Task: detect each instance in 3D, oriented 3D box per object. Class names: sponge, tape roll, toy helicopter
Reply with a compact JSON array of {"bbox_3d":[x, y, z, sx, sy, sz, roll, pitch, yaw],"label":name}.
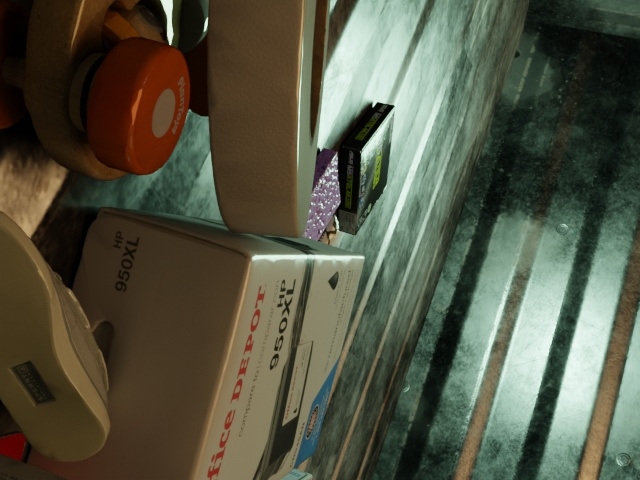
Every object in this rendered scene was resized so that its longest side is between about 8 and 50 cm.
[{"bbox_3d":[-0.021,-0.038,1.148,0.117,0.031,0.210,86,26,-47],"label":"sponge"},{"bbox_3d":[-0.034,-0.193,0.682,0.392,0.071,0.392,4,90,-88],"label":"tape roll"},{"bbox_3d":[-0.117,-0.217,0.520,0.235,0.140,0.355,-21,127,-78],"label":"toy helicopter"}]

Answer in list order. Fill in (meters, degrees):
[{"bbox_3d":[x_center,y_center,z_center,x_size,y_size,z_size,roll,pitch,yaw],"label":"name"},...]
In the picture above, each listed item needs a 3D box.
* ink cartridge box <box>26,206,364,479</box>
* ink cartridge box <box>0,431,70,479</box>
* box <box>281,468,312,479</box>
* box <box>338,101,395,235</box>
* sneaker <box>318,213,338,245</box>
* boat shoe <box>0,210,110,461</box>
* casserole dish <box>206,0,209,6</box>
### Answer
[{"bbox_3d":[-0.105,0.130,0.808,0.395,0.166,0.286,4,100,-72],"label":"ink cartridge box"},{"bbox_3d":[-0.278,0.313,0.496,0.272,0.130,0.310,12,93,-74],"label":"ink cartridge box"},{"bbox_3d":[-0.132,0.327,0.894,0.290,0.169,0.087,24,82,-72],"label":"box"},{"bbox_3d":[0.087,-0.136,1.375,0.184,0.045,0.191,-52,153,-46],"label":"box"},{"bbox_3d":[0.000,0.000,1.233,0.044,0.040,0.109,39,67,-69],"label":"sneaker"},{"bbox_3d":[-0.221,0.066,0.553,0.081,0.079,0.228,-111,-174,-59],"label":"boat shoe"},{"bbox_3d":[-0.106,-0.252,0.690,0.188,0.037,0.114,69,40,-64],"label":"casserole dish"}]
